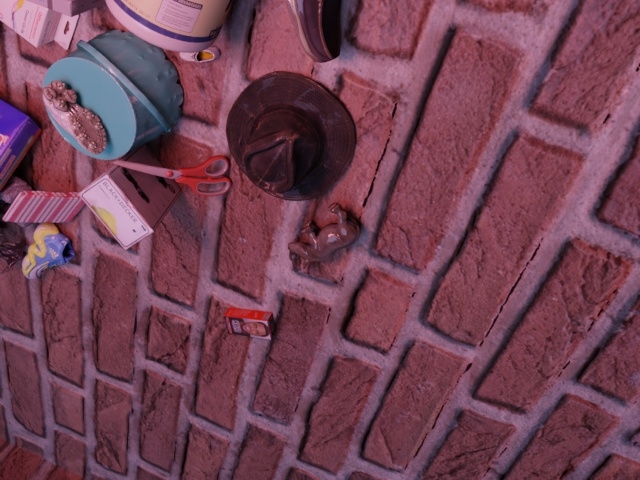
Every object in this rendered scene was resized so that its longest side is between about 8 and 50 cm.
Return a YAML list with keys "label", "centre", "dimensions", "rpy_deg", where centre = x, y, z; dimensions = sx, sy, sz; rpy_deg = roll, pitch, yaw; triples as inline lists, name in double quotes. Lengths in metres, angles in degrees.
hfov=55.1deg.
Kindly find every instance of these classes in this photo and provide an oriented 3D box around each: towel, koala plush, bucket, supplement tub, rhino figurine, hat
- label: "towel"
  centre: [-0.764, -0.094, 1.710]
  dimensions: [0.144, 0.197, 0.029]
  rpy_deg: [-37, 67, 37]
- label: "koala plush"
  centre: [-0.950, -0.085, 1.730]
  dimensions: [0.203, 0.221, 0.196]
  rpy_deg: [30, 153, 5]
- label: "bucket"
  centre: [-0.479, -0.333, 1.415]
  dimensions: [0.281, 0.183, 0.281]
  rpy_deg: [11, 126, 15]
- label: "supplement tub"
  centre: [-0.247, -0.547, 1.139]
  dimensions: [0.235, 0.235, 0.325]
  rpy_deg: [35, 129, -4]
- label: "rhino figurine"
  centre: [0.000, 0.000, 1.525]
  dimensions: [0.243, 0.073, 0.106]
  rpy_deg: [-34, 103, 38]
- label: "hat"
  centre: [-0.093, -0.205, 1.382]
  dimensions: [0.331, 0.134, 0.332]
  rpy_deg: [11, 126, 16]

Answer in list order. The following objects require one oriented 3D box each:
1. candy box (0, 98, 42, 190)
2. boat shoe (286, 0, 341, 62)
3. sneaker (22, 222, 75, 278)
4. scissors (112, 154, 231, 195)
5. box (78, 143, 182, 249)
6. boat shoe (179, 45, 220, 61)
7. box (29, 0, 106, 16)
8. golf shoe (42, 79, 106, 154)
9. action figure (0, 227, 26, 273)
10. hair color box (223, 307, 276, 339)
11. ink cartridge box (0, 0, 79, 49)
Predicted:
- label: "candy box"
  centre: [-0.946, -0.277, 1.594]
  dimensions: [0.317, 0.268, 0.122]
  rpy_deg: [32, 171, 0]
- label: "boat shoe"
  centre: [0.009, -0.505, 1.131]
  dimensions: [0.130, 0.132, 0.356]
  rpy_deg: [4, 125, 20]
- label: "sneaker"
  centre: [-0.836, 0.057, 1.892]
  dimensions: [0.126, 0.091, 0.240]
  rpy_deg: [31, 128, -2]
- label: "scissors"
  centre: [-0.346, -0.148, 1.466]
  dimensions: [0.021, 0.297, 0.109]
  rpy_deg: [44, 131, 42]
- label: "box"
  centre: [-0.447, -0.117, 1.479]
  dimensions: [0.087, 0.290, 0.169]
  rpy_deg: [-31, 110, 13]
- label: "boat shoe"
  centre: [-0.274, -0.414, 1.370]
  dimensions: [0.100, 0.035, 0.035]
  rpy_deg: [7, 125, 17]
- label: "box"
  centre: [-0.576, -0.547, 1.329]
  dimensions: [0.186, 0.145, 0.038]
  rpy_deg: [22, 127, 6]
- label: "golf shoe"
  centre: [-0.539, -0.262, 1.343]
  dimensions: [0.086, 0.069, 0.176]
  rpy_deg: [-12, 116, 51]
- label: "action figure"
  centre: [-1.050, -0.025, 1.893]
  dimensions: [0.164, 0.141, 0.276]
  rpy_deg: [-24, 114, 46]
- label: "hair color box"
  centre: [-0.207, 0.242, 1.796]
  dimensions: [0.141, 0.043, 0.072]
  rpy_deg: [3, 123, 19]
- label: "ink cartridge box"
  centre: [-0.674, -0.537, 1.425]
  dimensions: [0.198, 0.067, 0.115]
  rpy_deg: [37, 129, -5]
